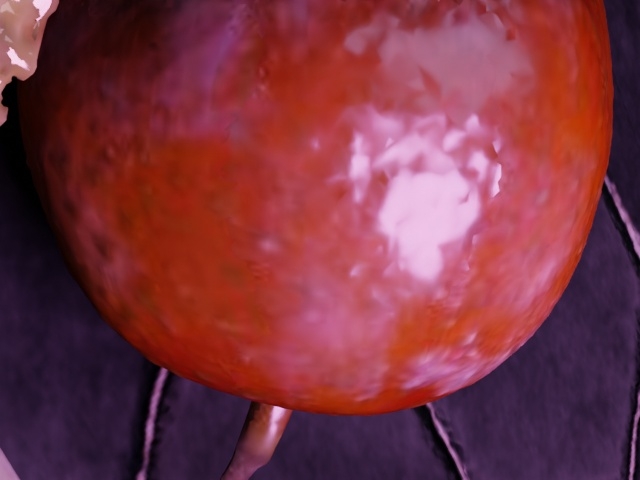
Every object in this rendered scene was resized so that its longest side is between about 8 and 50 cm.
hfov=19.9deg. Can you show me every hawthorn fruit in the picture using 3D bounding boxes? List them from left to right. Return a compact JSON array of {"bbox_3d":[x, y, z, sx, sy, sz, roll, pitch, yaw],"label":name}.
[{"bbox_3d":[0.011,-0.040,0.719,0.263,0.235,0.231,59,44,-21],"label":"hawthorn fruit"}]

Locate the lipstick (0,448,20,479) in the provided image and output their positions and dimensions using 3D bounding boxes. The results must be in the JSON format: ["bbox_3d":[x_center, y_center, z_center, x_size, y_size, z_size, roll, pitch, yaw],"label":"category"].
[{"bbox_3d":[-0.094,0.194,0.656,0.079,0.077,0.253,-50,119,-45],"label":"lipstick"}]

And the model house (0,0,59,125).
[{"bbox_3d":[-0.191,-0.107,0.551,0.196,0.160,0.254,31,60,-43],"label":"model house"}]
